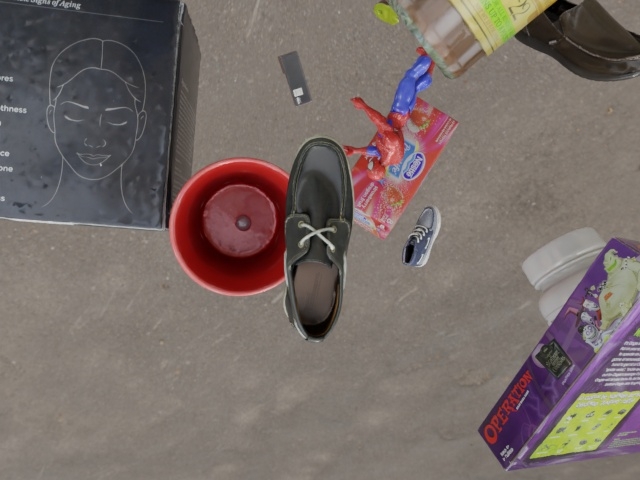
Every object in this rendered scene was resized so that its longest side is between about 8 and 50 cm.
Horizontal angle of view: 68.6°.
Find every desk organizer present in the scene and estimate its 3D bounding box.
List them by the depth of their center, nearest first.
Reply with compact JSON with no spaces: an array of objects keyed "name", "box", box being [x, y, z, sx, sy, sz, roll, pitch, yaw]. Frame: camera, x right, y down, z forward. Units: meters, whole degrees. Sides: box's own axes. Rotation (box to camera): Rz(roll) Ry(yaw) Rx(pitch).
[{"name":"desk organizer","box":[-0.067,-0.419,1.216,0.047,0.050,0.130,-22,115,-7]}]

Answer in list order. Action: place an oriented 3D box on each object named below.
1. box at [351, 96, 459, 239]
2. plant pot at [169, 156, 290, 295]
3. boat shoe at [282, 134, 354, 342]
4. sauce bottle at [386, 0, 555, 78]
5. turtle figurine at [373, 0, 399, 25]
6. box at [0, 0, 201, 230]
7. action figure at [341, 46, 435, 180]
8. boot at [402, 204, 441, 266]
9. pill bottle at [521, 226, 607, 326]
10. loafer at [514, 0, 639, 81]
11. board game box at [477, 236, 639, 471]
[{"name":"box","box":[0.146,-0.146,0.935,0.128,0.122,0.257,33,81,5]},{"name":"plant pot","box":[-0.169,-0.035,1.010,0.274,0.243,0.275,-1,95,-11]},{"name":"boat shoe","box":[0.000,0.000,0.532,0.084,0.079,0.233,4,104,-7]},{"name":"sauce bottle","box":[0.202,-0.270,0.330,0.344,0.111,0.111,-39,123,25]},{"name":"turtle figurine","box":[0.193,-0.522,0.883,0.087,0.217,0.269,43,157,-3]},{"name":"box","box":[-0.539,-0.270,1.046,0.479,0.297,0.472,5,91,-7]},{"name":"action figure","box":[0.106,-0.235,0.812,0.139,0.280,0.091,14,166,20]},{"name":"boot","box":[0.293,-0.014,1.368,0.086,0.069,0.190,4,99,-52]},{"name":"pill bottle","box":[0.465,0.130,0.763,0.160,0.283,0.160,-19,154,-9]},{"name":"loafer","box":[0.364,-0.293,0.658,0.080,0.220,0.078,-34,142,-13]},{"name":"board game box","box":[0.329,0.114,0.434,0.346,0.056,0.208,9,122,-27]}]
